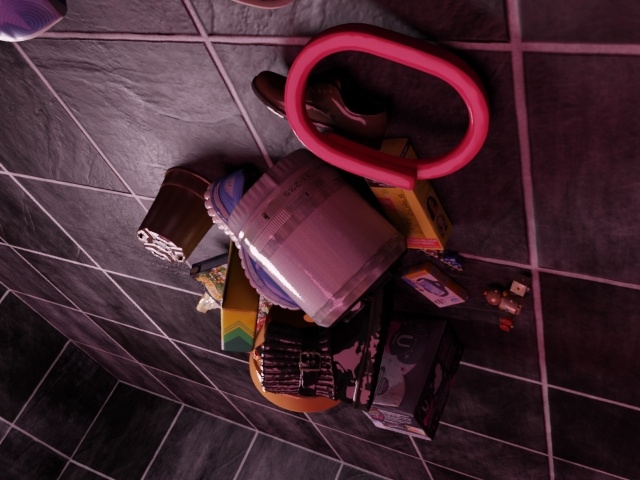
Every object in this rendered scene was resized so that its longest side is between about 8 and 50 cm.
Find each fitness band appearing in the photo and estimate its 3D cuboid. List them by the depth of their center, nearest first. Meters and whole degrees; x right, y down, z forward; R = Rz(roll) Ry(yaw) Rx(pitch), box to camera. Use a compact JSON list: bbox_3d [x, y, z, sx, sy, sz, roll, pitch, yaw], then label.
[{"bbox_3d":[0.093,-0.187,0.926,0.291,0.054,0.209,19,126,1],"label":"fitness band"}]

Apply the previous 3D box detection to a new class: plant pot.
[{"bbox_3d":[-0.317,-0.048,1.473,0.167,0.165,0.167,20,151,12],"label":"plant pot"},{"bbox_3d":[-0.033,0.252,1.650,0.291,0.291,0.203,20,135,14],"label":"plant pot"}]

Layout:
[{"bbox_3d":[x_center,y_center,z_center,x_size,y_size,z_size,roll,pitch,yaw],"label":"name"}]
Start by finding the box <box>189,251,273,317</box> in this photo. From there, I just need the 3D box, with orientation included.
[{"bbox_3d":[-0.214,0.126,1.740,0.159,0.044,0.233,-19,132,22],"label":"box"}]

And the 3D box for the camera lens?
[{"bbox_3d":[0.000,0.000,1.167,0.274,0.219,0.219,45,152,5],"label":"camera lens"}]

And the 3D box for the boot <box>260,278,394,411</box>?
[{"bbox_3d":[0.011,0.192,1.424,0.260,0.347,0.131,12,-175,14],"label":"boot"}]

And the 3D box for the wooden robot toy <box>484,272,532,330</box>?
[{"bbox_3d":[0.356,0.121,1.287,0.079,0.076,0.173,28,154,21],"label":"wooden robot toy"}]

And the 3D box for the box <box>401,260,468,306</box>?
[{"bbox_3d":[0.246,0.098,1.382,0.136,0.028,0.081,38,150,-17],"label":"box"}]

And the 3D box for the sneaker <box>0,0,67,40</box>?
[{"bbox_3d":[-0.599,-0.420,1.138,0.316,0.182,0.127,-16,140,13],"label":"sneaker"}]

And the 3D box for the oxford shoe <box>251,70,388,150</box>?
[{"bbox_3d":[0.002,-0.224,1.013,0.227,0.082,0.096,22,136,4],"label":"oxford shoe"}]

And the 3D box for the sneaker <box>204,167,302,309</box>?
[{"bbox_3d":[-0.096,-0.003,1.336,0.147,0.130,0.330,-30,99,37],"label":"sneaker"}]

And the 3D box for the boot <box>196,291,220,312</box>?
[{"bbox_3d":[-0.268,0.189,1.923,0.165,0.077,0.213,29,146,-7],"label":"boot"}]

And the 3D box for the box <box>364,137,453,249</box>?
[{"bbox_3d":[0.149,-0.076,1.137,0.087,0.058,0.232,5,145,36],"label":"box"}]

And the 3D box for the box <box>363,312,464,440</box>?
[{"bbox_3d":[0.210,0.312,1.538,0.163,0.247,0.142,4,144,36],"label":"box"}]

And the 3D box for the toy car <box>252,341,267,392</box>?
[{"bbox_3d":[-0.130,0.301,1.551,0.060,0.041,0.122,-25,81,46],"label":"toy car"}]

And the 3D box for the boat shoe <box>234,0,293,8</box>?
[{"bbox_3d":[-0.178,-0.392,0.839,0.340,0.127,0.113,21,-178,-5],"label":"boat shoe"}]

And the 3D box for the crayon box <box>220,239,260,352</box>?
[{"bbox_3d":[-0.175,0.110,1.490,0.081,0.202,0.318,7,152,-4],"label":"crayon box"}]

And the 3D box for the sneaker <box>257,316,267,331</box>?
[{"bbox_3d":[-0.051,0.283,1.851,0.279,0.118,0.107,25,153,4],"label":"sneaker"}]

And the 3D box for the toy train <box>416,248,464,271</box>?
[{"bbox_3d":[0.214,0.015,1.273,0.158,0.027,0.036,29,141,-2],"label":"toy train"}]
